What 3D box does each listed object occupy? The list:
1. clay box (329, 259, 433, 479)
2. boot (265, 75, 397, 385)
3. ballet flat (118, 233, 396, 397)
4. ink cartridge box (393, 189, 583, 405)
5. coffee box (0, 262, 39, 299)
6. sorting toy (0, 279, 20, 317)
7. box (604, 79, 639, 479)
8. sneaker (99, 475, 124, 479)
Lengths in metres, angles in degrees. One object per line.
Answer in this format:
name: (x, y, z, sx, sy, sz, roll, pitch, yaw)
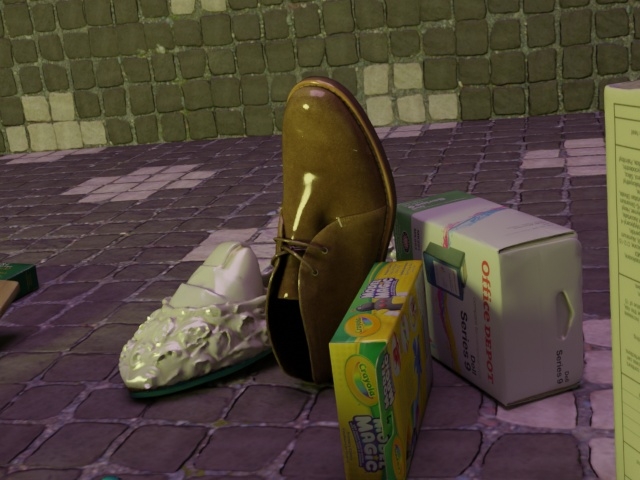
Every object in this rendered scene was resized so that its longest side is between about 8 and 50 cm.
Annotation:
clay box: (0.055, 0.111, 0.755, 0.053, 0.127, 0.222, -2, 16, 16)
boot: (0.000, 0.000, 0.846, 0.112, 0.305, 0.115, 11, 28, 35)
ballet flat: (-0.051, 0.048, 1.006, 0.409, 0.146, 0.147, -17, 19, -31)
ink cartridge box: (0.160, 0.048, 0.878, 0.093, 0.154, 0.212, -13, 18, -20)
coffee box: (-0.498, 0.078, 1.244, 0.113, 0.040, 0.184, 0, 18, 20)
sorting toy: (-0.454, 0.108, 1.074, 0.132, 0.046, 0.274, 3, 35, 8)
box: (0.264, 0.056, 0.531, 0.121, 0.311, 0.148, -12, 18, -16)
sneaker: (-0.140, 0.226, 0.476, 0.179, 0.123, 0.295, -19, 17, -7)
